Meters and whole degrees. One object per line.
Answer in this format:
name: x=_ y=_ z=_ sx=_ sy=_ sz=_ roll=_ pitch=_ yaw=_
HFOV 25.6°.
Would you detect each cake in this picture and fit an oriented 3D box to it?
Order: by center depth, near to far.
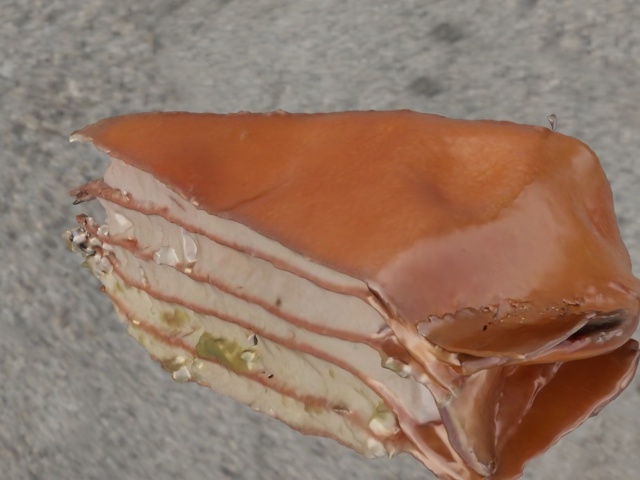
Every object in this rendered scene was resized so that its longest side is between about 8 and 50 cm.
cake: x=0.002 y=0.005 z=0.553 sx=0.135 sy=0.287 sz=0.098 roll=-44 pitch=131 yaw=-32
